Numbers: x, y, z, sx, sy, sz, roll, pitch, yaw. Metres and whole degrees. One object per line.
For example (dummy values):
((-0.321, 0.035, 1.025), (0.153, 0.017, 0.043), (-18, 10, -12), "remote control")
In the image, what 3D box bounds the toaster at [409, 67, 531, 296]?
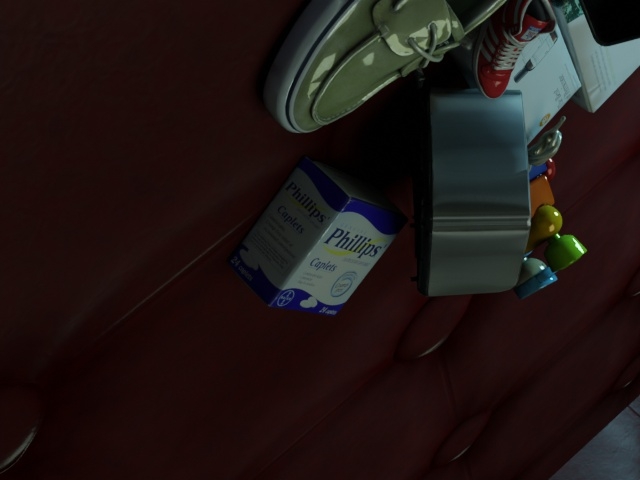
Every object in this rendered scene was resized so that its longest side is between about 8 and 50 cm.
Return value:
((0.145, -0.055, 1.016), (0.110, 0.168, 0.186), (-1, 151, 4), "toaster")

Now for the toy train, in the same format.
((0.254, -0.027, 1.161), (0.105, 0.143, 0.248), (-31, 172, -25), "toy train")

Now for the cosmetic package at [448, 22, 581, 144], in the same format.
((0.199, -0.191, 1.047), (0.099, 0.060, 0.239), (-46, 150, 4), "cosmetic package")

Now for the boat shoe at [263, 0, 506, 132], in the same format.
((0.080, -0.198, 0.856), (0.302, 0.094, 0.109), (-45, 150, -1), "boat shoe")

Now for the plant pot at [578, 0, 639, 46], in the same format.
((0.333, -0.311, 0.906), (0.167, 0.188, 0.187), (-41, 111, -34), "plant pot")

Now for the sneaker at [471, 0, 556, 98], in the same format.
((0.174, -0.176, 0.912), (0.042, 0.067, 0.118), (-11, 122, -24), "sneaker")

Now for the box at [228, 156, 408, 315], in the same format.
((0.000, 0.000, 1.022), (0.137, 0.072, 0.126), (-54, 150, 13), "box")

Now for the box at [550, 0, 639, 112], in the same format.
((0.377, -0.318, 1.116), (0.322, 0.058, 0.232), (-47, 150, 0), "box")
